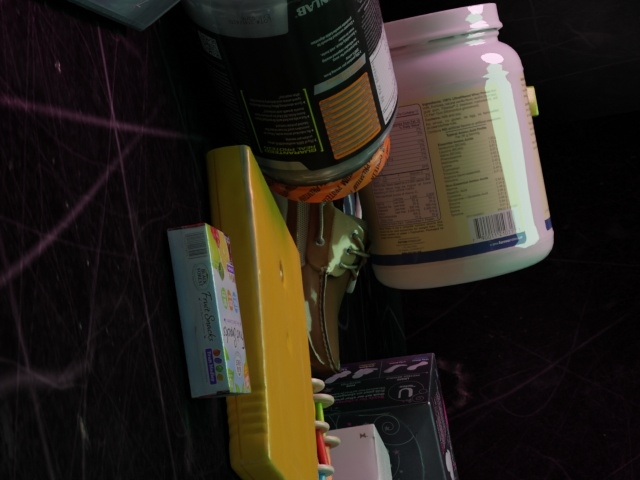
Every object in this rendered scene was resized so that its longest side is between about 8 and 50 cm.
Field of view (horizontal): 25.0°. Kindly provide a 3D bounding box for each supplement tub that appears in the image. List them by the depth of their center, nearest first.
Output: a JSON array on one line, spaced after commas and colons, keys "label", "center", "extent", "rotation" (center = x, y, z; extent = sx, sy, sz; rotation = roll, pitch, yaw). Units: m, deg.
[{"label": "supplement tub", "center": [-0.026, -0.196, 1.490], "extent": [0.316, 0.194, 0.193], "rotation": [74, 9, -49]}, {"label": "supplement tub", "center": [0.153, -0.118, 1.811], "extent": [0.235, 0.235, 0.324], "rotation": [-51, 130, -82]}]

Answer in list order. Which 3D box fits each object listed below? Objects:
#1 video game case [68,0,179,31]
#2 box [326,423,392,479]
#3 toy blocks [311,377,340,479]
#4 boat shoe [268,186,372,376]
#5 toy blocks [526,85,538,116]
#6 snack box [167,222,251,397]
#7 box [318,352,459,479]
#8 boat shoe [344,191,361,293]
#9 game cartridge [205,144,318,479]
[{"label": "video game case", "center": [-0.090, -0.229, 1.025], "extent": [0.026, 0.196, 0.274], "rotation": [53, 6, 2]}, {"label": "box", "center": [0.039, 0.311, 1.761], "extent": [0.170, 0.091, 0.130], "rotation": [66, 16, -66]}, {"label": "toy blocks", "center": [-0.007, 0.241, 1.620], "extent": [0.123, 0.054, 0.148], "rotation": [64, 17, -67]}, {"label": "boat shoe", "center": [0.000, 0.000, 1.749], "extent": [0.122, 0.120, 0.324], "rotation": [57, 24, -74]}, {"label": "toy blocks", "center": [0.134, -0.194, 2.369], "extent": [0.261, 0.381, 0.190], "rotation": [127, -46, -78]}, {"label": "snack box", "center": [-0.092, 0.061, 1.215], "extent": [0.100, 0.037, 0.141], "rotation": [36, 45, -80]}, {"label": "box", "center": [0.095, 0.299, 1.949], "extent": [0.142, 0.163, 0.247], "rotation": [-75, 155, -66]}, {"label": "boat shoe", "center": [0.024, -0.045, 2.190], "extent": [0.095, 0.079, 0.254], "rotation": [-126, -144, -72]}, {"label": "game cartridge", "center": [-0.055, 0.107, 1.458], "extent": [0.285, 0.053, 0.323], "rotation": [67, 17, -64]}]
